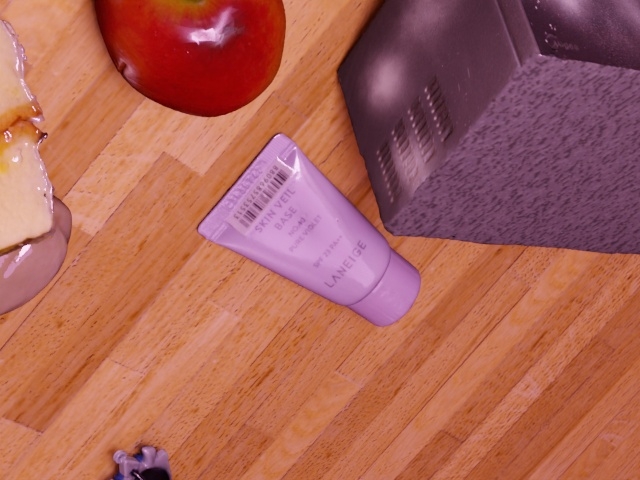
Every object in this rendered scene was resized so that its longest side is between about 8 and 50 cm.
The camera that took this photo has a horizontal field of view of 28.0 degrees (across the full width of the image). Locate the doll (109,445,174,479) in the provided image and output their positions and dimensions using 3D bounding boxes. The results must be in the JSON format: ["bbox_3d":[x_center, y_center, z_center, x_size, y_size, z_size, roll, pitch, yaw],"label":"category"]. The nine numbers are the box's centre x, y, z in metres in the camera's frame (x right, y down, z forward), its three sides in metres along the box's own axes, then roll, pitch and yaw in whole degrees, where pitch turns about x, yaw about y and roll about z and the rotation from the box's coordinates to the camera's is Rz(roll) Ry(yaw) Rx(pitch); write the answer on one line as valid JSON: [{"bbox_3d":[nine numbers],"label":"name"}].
[{"bbox_3d":[-0.221,0.320,1.644,0.096,0.070,0.195,-44,142,-17],"label":"doll"}]

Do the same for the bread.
[{"bbox_3d":[-0.335,-0.097,1.186,0.178,0.135,0.240,-18,99,-19],"label":"bread"}]

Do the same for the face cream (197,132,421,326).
[{"bbox_3d":[0.000,0.000,1.547,0.274,0.096,0.154,35,103,-28],"label":"face cream"}]

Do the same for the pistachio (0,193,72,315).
[{"bbox_3d":[-0.358,0.026,1.324,0.226,0.136,0.136,-34,132,0],"label":"pistachio"}]

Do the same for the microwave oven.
[{"bbox_3d":[0.288,-0.163,1.410,0.432,0.236,0.374,4,146,-27],"label":"microwave oven"}]

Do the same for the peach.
[{"bbox_3d":[-0.129,-0.223,1.279,0.196,0.226,0.190,14,80,-1],"label":"peach"}]
